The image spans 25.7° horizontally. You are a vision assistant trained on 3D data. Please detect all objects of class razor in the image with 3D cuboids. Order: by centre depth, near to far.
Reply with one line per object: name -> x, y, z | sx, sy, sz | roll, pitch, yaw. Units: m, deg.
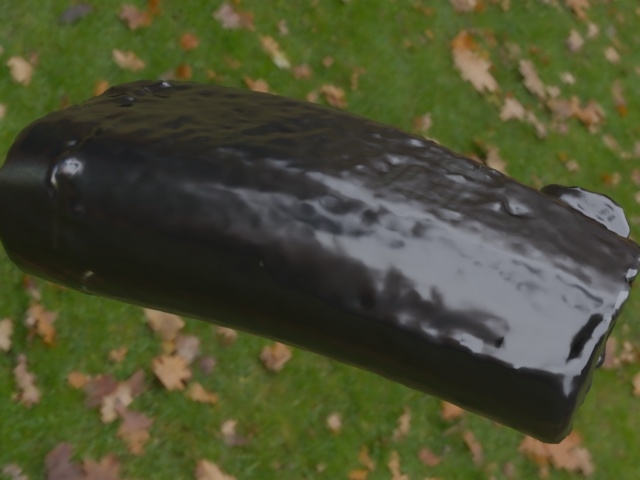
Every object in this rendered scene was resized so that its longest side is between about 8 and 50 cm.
razor -> 0.002, -0.003, 0.744 | 0.327, 0.107, 0.189 | 17, 25, 16
